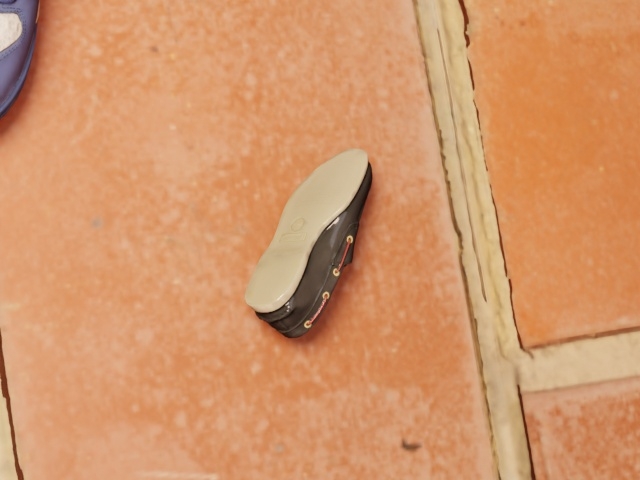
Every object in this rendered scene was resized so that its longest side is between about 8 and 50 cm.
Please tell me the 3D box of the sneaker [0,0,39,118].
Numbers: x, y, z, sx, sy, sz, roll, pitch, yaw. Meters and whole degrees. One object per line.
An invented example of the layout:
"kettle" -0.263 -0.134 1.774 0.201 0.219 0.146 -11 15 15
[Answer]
"sneaker" -0.200 -0.210 0.728 0.112 0.131 0.296 7 80 -22

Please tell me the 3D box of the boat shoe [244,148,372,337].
"boat shoe" -0.001 0.000 0.817 0.042 0.049 0.133 49 58 -37
